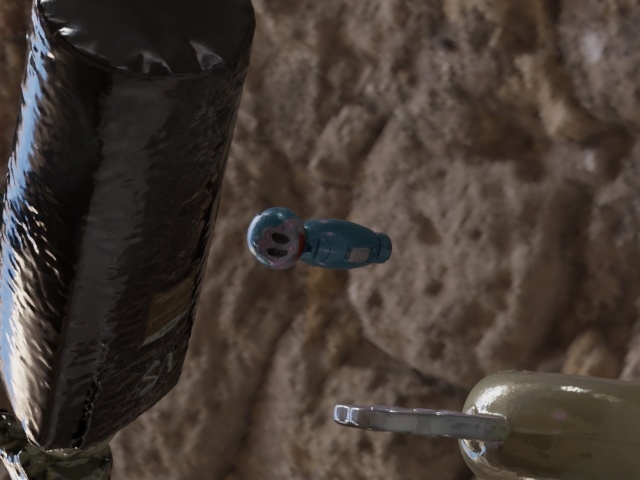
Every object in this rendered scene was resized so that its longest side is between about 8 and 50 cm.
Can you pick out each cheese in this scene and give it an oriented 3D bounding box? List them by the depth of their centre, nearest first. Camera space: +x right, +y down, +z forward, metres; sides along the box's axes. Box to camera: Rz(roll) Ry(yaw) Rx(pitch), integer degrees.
[{"bbox_3d":[0.112,0.099,0.858,0.227,0.137,0.064,6,-96,-27],"label":"cheese"}]

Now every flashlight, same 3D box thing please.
[{"bbox_3d":[0.000,0.000,1.353,0.129,0.051,0.051,3,-67,-36],"label":"flashlight"}]

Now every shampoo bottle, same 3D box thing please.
[{"bbox_3d":[-0.068,0.010,0.488,0.057,0.063,0.207,-23,-34,-35],"label":"shampoo bottle"}]

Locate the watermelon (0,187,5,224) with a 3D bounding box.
[{"bbox_3d":[-0.308,0.008,1.019,0.213,0.320,0.289,-52,-30,-58],"label":"watermelon"}]
